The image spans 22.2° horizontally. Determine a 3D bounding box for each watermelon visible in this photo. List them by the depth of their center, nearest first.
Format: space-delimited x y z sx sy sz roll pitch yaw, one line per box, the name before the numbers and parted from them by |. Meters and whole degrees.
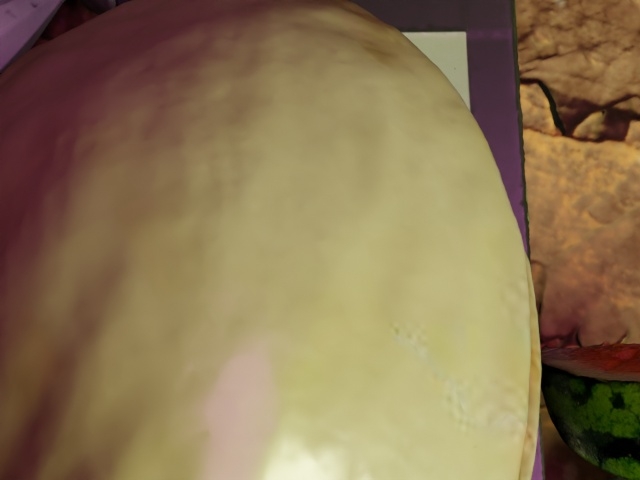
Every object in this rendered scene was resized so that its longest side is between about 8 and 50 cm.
watermelon | 0.219 0.089 0.953 0.119 0.245 0.063 -32 111 -46

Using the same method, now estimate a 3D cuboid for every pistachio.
pistachio | -0.065 0.067 0.852 0.365 0.281 0.445 -12 60 16

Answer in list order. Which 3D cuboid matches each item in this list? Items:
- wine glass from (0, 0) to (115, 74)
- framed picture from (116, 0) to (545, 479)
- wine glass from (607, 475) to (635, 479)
wine glass | -0.204 -0.124 1.000 0.155 0.073 0.073 -40 86 -25
framed picture | 0.000 0.000 1.011 0.265 0.016 0.347 -1 73 -2
wine glass | 0.251 0.171 0.981 0.321 0.143 0.143 -27 81 -17
